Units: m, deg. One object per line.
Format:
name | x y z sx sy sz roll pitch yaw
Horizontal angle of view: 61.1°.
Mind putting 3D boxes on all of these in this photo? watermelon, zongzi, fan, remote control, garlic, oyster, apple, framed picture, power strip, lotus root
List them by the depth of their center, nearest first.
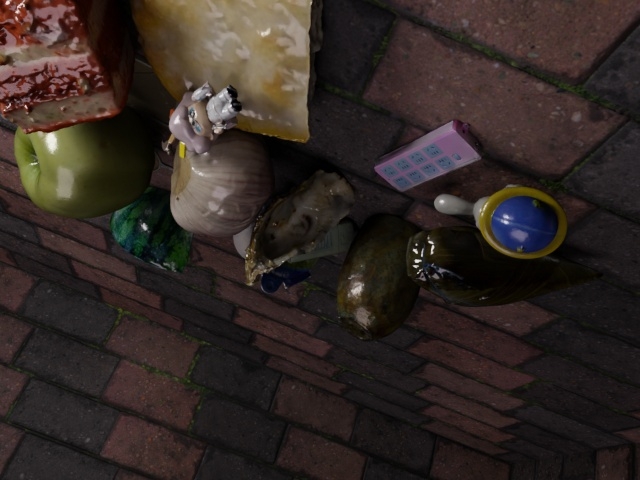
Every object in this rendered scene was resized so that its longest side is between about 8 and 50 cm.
power strip | 0.252 -0.195 1.298 0.109 0.038 0.278 37 146 -25
zongzi | 0.456 0.061 1.346 0.431 0.208 0.403 -2 168 29
garlic | -0.245 -0.161 1.385 0.259 0.318 0.317 1 157 -25
framed picture | -0.499 -0.416 1.411 0.289 0.020 0.211 26 150 -9
oyster | -0.089 -0.056 1.442 0.111 0.396 0.204 44 173 47
apple | -0.630 -0.232 1.470 0.356 0.358 0.357 15 149 9
lotus root | 0.170 0.114 1.560 0.250 0.346 0.250 21 153 12
remote control | 0.000 0.000 1.597 0.233 0.098 0.038 -11 -166 -34
fan | -0.524 -0.249 1.707 0.219 0.009 0.132 23 150 -3
watermelon | -0.567 -0.084 1.876 0.292 0.319 0.222 23 116 -16

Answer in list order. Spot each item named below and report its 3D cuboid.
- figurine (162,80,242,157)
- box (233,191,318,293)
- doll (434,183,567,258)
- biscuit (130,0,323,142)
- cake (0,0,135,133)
figurine | -0.254 -0.264 1.172 0.228 0.112 0.138 -18 95 38
box | -0.148 0.011 1.644 0.262 0.292 0.206 26 169 -34
doll | 0.427 -0.072 1.280 0.310 0.243 0.160 15 116 10
biscuit | -0.183 -0.412 1.125 0.445 0.104 0.430 12 140 16
cake | -0.560 -0.419 1.133 0.269 0.270 0.320 -10 145 3
